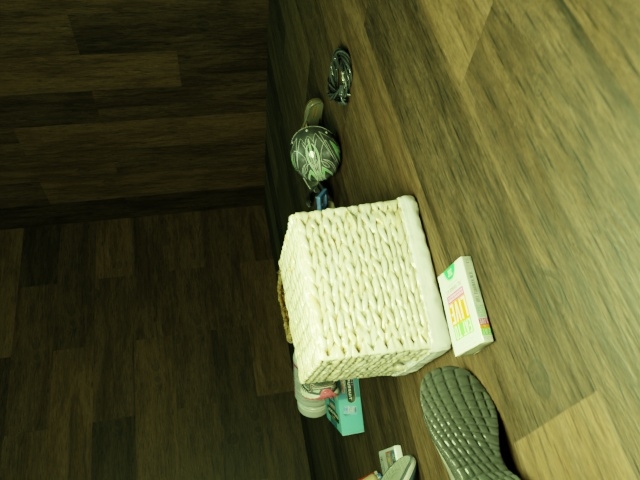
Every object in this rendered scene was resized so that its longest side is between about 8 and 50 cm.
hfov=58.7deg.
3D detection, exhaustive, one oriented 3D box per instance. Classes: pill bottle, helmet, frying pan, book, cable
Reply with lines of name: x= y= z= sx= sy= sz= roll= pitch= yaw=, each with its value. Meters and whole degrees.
pill bottle: x=-0.028 y=0.566 z=2.295 sx=0.160 sy=0.161 sz=0.282 roll=-113 pitch=20 yaw=-58
helmet: x=-0.015 y=-0.263 z=1.734 sx=0.161 sy=0.170 sz=0.169 roll=-64 pitch=-30 yaw=-77
frying pan: x=-0.030 y=-0.192 z=1.842 sx=0.197 sy=0.053 sz=0.326 roll=59 pitch=-169 yaw=6
book: x=0.242 y=0.110 z=0.948 sx=0.096 sy=0.035 sz=0.144 roll=114 pitch=150 yaw=-62
cable: x=0.046 y=-0.465 z=1.600 sx=0.184 sy=0.047 sz=0.150 roll=-115 pitch=21 yaw=-62

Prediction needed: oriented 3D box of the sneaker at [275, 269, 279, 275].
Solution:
sneaker: x=-0.101 y=0.093 z=2.327 sx=0.106 sy=0.163 sz=0.281 roll=93 pitch=177 yaw=-80

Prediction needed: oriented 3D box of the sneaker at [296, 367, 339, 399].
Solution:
sneaker: x=-0.017 y=0.412 z=1.831 sx=0.299 sy=0.121 sz=0.111 roll=-127 pitch=34 yaw=-69

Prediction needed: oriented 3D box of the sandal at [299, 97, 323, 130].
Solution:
sandal: x=-0.019 y=-0.389 z=1.961 sx=0.060 sy=0.090 sz=0.219 roll=51 pitch=146 yaw=29

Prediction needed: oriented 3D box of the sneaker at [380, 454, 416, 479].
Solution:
sneaker: x=0.203 y=0.631 z=1.315 sx=0.226 sy=0.163 sz=0.086 roll=-57 pitch=12 yaw=-24

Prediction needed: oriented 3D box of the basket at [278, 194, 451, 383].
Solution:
basket: x=0.074 y=0.125 z=1.215 sx=0.328 sy=0.267 sz=0.331 roll=111 pitch=149 yaw=-67

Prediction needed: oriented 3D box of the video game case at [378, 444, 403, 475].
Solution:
video game case: x=0.202 y=0.650 z=1.495 sx=0.183 sy=0.023 sz=0.201 roll=106 pitch=156 yaw=-64

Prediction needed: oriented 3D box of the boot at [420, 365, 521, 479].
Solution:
boot: x=0.238 y=0.393 z=0.921 sx=0.338 sy=0.118 sz=0.222 roll=-102 pitch=6 yaw=-50

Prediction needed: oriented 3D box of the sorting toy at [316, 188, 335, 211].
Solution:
sorting toy: x=0.000 y=0.000 z=1.789 sx=0.347 sy=0.047 sz=0.196 roll=77 pitch=-150 yaw=-44

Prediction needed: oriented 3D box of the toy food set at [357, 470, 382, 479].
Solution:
toy food set: x=0.158 y=0.756 z=1.681 sx=0.111 sy=0.105 sz=0.232 roll=53 pitch=168 yaw=45

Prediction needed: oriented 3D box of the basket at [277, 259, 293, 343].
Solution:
basket: x=-0.084 y=0.170 z=2.008 sx=0.213 sy=0.223 sz=0.299 roll=57 pitch=-169 yaw=-38

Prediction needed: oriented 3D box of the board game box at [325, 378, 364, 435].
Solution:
board game box: x=0.065 y=0.466 z=1.963 sx=0.254 sy=0.079 sz=0.335 roll=161 pitch=102 yaw=-79
